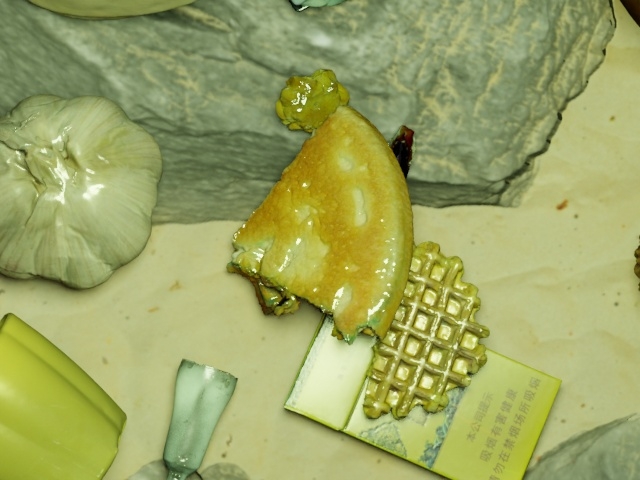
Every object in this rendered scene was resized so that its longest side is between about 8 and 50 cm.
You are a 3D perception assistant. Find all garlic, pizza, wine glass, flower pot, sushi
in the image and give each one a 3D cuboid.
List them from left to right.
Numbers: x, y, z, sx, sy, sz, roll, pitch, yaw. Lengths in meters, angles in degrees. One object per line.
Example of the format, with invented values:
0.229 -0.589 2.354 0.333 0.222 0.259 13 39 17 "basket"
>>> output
-0.314 0.204 1.686 0.179 0.195 0.195 33 84 -12 "flower pot"
-0.284 -0.059 1.722 0.228 0.152 0.227 1 86 -7 "garlic"
-0.146 0.214 1.740 0.072 0.072 0.155 17 83 0 "wine glass"
0.000 0.000 1.747 0.229 0.081 0.289 -18 62 18 "pizza"
0.083 -0.092 1.791 0.044 0.046 0.083 18 84 0 "sushi"

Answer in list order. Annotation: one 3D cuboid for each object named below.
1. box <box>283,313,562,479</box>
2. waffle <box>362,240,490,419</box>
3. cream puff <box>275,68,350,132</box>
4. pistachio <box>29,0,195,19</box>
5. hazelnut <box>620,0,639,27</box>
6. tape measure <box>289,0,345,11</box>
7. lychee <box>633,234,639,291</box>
0.115 0.173 1.769 0.279 0.041 0.153 24 84 0 "box"
0.104 0.097 1.733 0.161 0.046 0.192 -16 83 -5 "waffle"
-0.011 -0.161 1.793 0.083 0.083 0.058 -47 43 5 "cream puff"
-0.248 -0.336 1.750 0.288 0.166 0.197 16 108 -5 "pistachio"
0.427 -0.406 1.643 0.402 0.402 0.429 3 58 -2 "hazelnut"
0.002 -0.364 1.789 0.181 0.107 0.182 -40 84 1 "tape measure"
0.464 0.033 1.722 0.238 0.200 0.200 19 83 19 "lychee"
